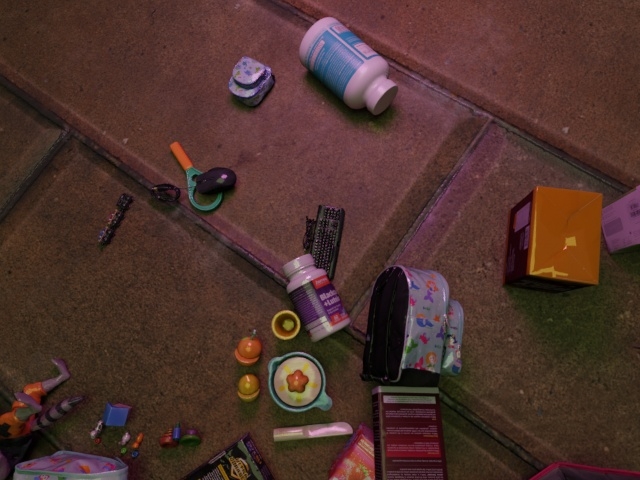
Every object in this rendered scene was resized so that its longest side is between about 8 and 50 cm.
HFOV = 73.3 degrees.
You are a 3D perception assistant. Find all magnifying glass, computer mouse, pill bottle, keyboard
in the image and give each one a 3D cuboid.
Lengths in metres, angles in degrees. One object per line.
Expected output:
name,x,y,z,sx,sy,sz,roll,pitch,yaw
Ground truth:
magnifying glass,-0.349,-0.178,1.188,0.092,0.026,0.230,-35,75,-1
computer mouse,-0.344,-0.151,1.150,0.242,0.041,0.071,-11,79,5
pill bottle,0.078,-0.448,1.128,0.146,0.146,0.264,-43,76,-3
keyboard,0.000,0.000,1.099,0.100,0.038,0.191,8,78,9
pill bottle,-0.015,0.134,1.030,0.108,0.108,0.193,-28,81,1

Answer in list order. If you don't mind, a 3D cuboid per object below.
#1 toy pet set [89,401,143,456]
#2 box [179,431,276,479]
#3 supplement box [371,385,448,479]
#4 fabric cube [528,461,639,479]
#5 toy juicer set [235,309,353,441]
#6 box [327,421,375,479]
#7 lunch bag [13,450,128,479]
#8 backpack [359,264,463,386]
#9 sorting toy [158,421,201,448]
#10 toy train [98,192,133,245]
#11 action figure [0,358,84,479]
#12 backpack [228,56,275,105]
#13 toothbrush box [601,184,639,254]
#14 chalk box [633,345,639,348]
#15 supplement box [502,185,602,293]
toy pet set,-0.501,0.463,1.050,0.122,0.065,0.114,12,80,9
box,-0.191,0.653,0.966,0.257,0.079,0.321,-35,76,-3
supplement box,0.175,0.418,0.853,0.131,0.073,0.239,3,64,-5
fabric cube,0.495,0.591,0.762,0.254,0.259,0.258,-16,75,-23
toy juicer set,-0.087,0.347,1.005,0.209,0.089,0.328,-26,79,-3
box,0.153,0.533,0.920,0.257,0.122,0.128,37,84,11
lunch bag,-0.556,0.618,0.979,0.263,0.160,0.223,-2,77,13
backpack,0.196,0.183,0.944,0.191,0.225,0.253,5,76,-14
sorting toy,-0.340,0.470,1.041,0.102,0.061,0.042,-7,43,-1
toy train,-0.570,-0.060,1.189,0.036,0.027,0.158,23,81,15
action figure,-0.731,0.484,0.998,0.179,0.341,0.330,35,92,-26
backpack,-0.198,-0.443,1.194,0.105,0.084,0.114,31,86,15
toothbrush box,0.803,-0.060,0.923,0.284,0.206,0.122,-6,77,7
chalk box,0.812,0.259,0.868,0.289,0.180,0.179,24,82,10
supplement box,0.503,0.007,0.952,0.129,0.194,0.191,8,79,9
